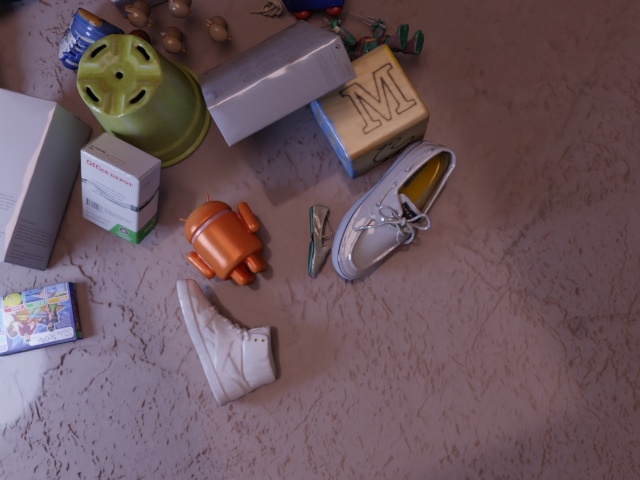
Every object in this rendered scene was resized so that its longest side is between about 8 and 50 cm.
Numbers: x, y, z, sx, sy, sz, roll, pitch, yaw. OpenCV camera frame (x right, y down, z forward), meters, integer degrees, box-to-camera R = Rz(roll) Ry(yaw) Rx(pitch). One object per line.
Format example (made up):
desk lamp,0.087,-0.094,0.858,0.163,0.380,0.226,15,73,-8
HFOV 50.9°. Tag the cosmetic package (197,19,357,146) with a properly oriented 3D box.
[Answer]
cosmetic package,-0.109,-0.348,1.429,0.284,0.377,0.097,-27,116,-1

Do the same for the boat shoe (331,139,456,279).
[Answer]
boat shoe,0.175,-0.059,1.452,0.136,0.156,0.367,44,82,-24

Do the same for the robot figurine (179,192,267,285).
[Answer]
robot figurine,-0.213,0.000,1.500,0.219,0.158,0.128,47,47,9

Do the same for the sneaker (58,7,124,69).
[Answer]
sneaker,-0.531,-0.443,1.530,0.112,0.296,0.131,28,90,-26

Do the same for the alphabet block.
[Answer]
alphabet block,0.105,-0.280,1.488,0.197,0.192,0.193,-30,83,0

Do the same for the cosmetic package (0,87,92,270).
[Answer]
cosmetic package,-0.671,-0.130,1.517,0.155,0.197,0.366,13,81,7

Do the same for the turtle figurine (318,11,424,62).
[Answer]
turtle figurine,0.108,-0.461,1.549,0.234,0.175,0.118,12,118,33

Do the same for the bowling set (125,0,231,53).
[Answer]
bowling set,-0.363,-0.494,1.547,0.287,0.154,0.200,30,111,-24

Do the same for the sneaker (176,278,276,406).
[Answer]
sneaker,-0.197,0.198,1.486,0.169,0.108,0.293,-22,90,-1

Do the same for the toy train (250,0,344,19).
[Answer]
toy train,-0.047,-0.612,1.602,0.248,0.105,0.143,4,60,30

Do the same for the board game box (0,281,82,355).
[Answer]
board game box,-0.661,0.182,1.550,0.201,0.035,0.136,-11,81,2

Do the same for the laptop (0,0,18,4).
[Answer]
laptop,-0.860,-0.641,1.697,0.264,0.136,0.234,-36,79,24

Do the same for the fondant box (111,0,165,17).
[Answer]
fondant box,-0.381,-0.722,1.635,0.330,0.096,0.238,-23,81,1

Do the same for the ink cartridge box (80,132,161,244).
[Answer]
ink cartridge box,-0.442,-0.113,1.488,0.153,0.208,0.087,28,46,7

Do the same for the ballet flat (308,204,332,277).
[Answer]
ballet flat,0.000,0.000,1.522,0.052,0.057,0.168,2,82,-6

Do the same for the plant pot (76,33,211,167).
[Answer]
plant pot,-0.406,-0.322,1.496,0.276,0.254,0.276,0,82,3
